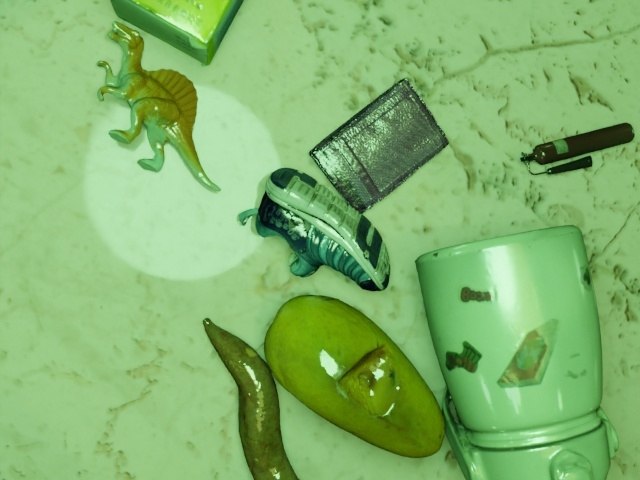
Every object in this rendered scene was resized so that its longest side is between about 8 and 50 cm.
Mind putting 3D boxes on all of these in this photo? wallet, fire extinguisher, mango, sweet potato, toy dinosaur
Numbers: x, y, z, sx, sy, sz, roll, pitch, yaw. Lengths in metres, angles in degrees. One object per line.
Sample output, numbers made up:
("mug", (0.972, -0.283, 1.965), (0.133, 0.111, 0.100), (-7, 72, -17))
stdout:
("wallet", (0.079, -0.122, 1.099), (0.166, 0.030, 0.111), (-39, 97, -6))
("fire extinguisher", (0.346, -0.121, 1.147), (0.173, 0.035, 0.049), (-14, 132, -9))
("mango", (0.046, 0.171, 1.044), (0.262, 0.167, 0.130), (37, 100, -12))
("sweet potato", (-0.077, 0.227, 1.069), (0.059, 0.067, 0.281), (-14, 89, -46))
("toy dinosaur", (-0.198, -0.162, 1.051), (0.212, 0.057, 0.142), (32, 67, -20))

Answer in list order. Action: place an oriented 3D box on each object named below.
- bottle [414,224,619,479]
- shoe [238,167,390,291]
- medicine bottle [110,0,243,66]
("bottle", (0.251, 0.168, 1.038), (0.229, 0.229, 0.352), (-12, 87, -9))
("shoe", (0.000, 0.000, 1.067), (0.207, 0.091, 0.106), (35, 116, -7))
("medicine bottle", (-0.136, -0.355, 1.005), (0.137, 0.141, 0.250), (28, 87, -5))
